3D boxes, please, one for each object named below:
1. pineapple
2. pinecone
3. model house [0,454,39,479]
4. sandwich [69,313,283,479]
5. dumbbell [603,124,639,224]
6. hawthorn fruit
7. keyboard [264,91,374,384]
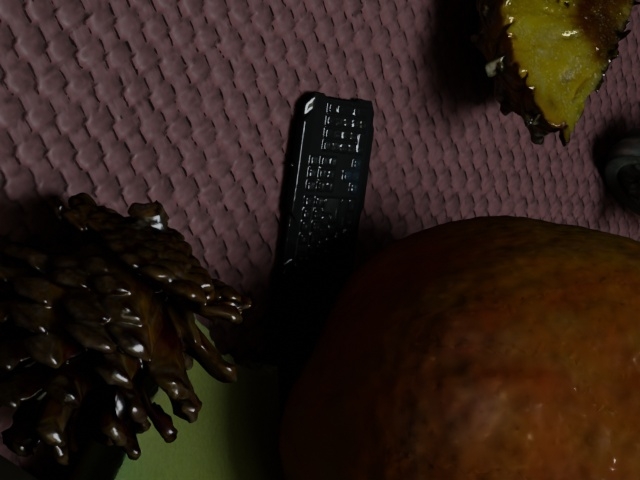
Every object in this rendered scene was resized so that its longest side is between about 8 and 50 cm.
[{"bbox_3d":[0.214,-0.236,1.120,0.161,0.158,0.334,30,69,-7],"label":"pineapple"},{"bbox_3d":[-0.145,0.062,0.759,0.195,0.179,0.150,-48,156,-34],"label":"pinecone"},{"bbox_3d":[-0.267,0.175,0.623,0.204,0.211,0.243,-53,138,-26],"label":"model house"},{"bbox_3d":[-0.119,0.158,0.853,0.245,0.063,0.212,20,62,-56],"label":"sandwich"},{"bbox_3d":[0.484,-0.180,1.370,0.179,0.179,0.406,46,68,-43],"label":"dumbbell"},{"bbox_3d":[0.197,0.204,0.936,0.472,0.472,0.472,-15,111,-44],"label":"hawthorn fruit"},{"bbox_3d":[0.000,0.000,1.014,0.106,0.016,0.262,1,100,-47],"label":"keyboard"}]
